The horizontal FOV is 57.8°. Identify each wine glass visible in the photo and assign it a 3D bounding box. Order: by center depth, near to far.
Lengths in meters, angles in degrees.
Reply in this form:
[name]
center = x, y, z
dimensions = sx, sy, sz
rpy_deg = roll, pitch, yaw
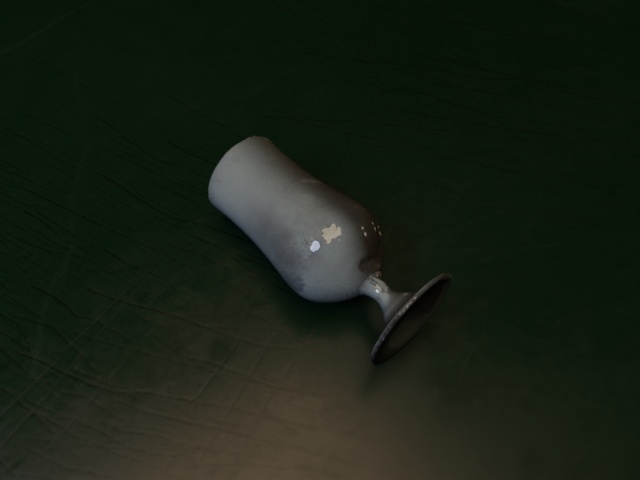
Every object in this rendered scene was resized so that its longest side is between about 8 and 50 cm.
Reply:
[wine glass]
center = 0.000, 0.000, 0.536
dimensions = 0.103, 0.103, 0.231
rpy_deg = -38, 63, -24
